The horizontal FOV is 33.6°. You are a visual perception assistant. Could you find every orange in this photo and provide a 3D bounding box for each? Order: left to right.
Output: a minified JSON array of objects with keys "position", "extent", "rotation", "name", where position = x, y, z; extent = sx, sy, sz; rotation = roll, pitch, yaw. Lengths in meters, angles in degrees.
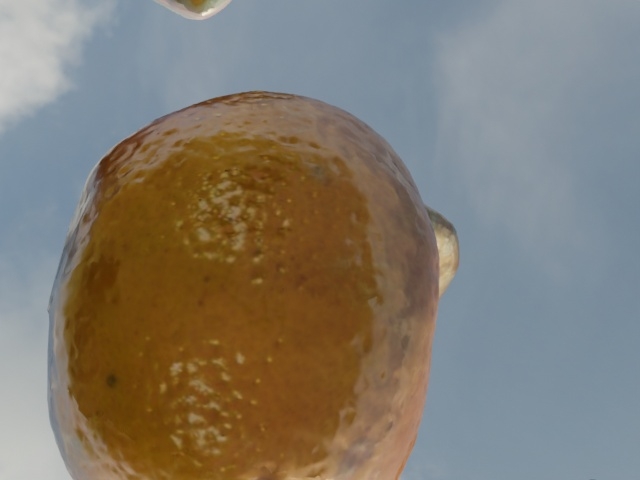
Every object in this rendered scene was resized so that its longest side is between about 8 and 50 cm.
[{"position":[-0.039,0.040,0.493],"extent":[0.170,0.224,0.224],"rotation":[11,-101,-9],"name":"orange"}]

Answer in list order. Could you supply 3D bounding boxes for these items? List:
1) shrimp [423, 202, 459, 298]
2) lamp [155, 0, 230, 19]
[{"position":[0.000,0.000,0.866],"extent":[0.169,0.296,0.058],"rotation":[-42,-138,10],"name":"shrimp"},{"position":[-0.113,-0.375,1.010],"extent":[0.247,0.247,0.301],"rotation":[27,-86,-16],"name":"lamp"}]
